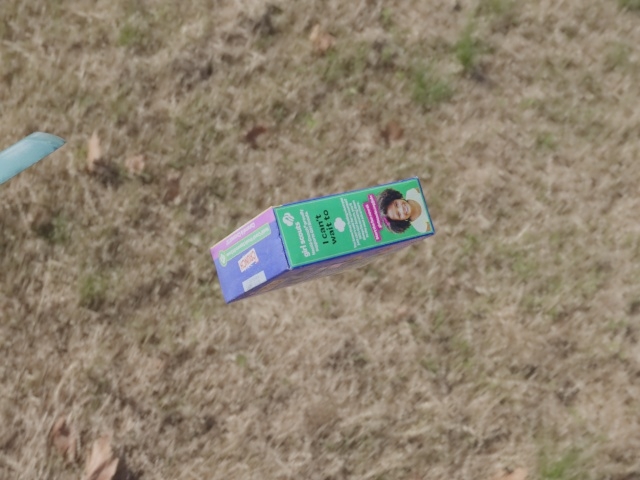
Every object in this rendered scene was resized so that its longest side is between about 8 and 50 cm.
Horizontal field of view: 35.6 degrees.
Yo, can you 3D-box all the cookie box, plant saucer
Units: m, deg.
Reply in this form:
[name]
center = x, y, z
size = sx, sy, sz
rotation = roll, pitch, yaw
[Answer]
[cookie box]
center = 0.000, 0.000, 0.614
size = 0.107, 0.092, 0.040
rotation = -14, 82, -33
[plant saucer]
center = -0.263, -0.058, 0.812
size = 0.119, 0.119, 0.021
rotation = -45, 109, -42
